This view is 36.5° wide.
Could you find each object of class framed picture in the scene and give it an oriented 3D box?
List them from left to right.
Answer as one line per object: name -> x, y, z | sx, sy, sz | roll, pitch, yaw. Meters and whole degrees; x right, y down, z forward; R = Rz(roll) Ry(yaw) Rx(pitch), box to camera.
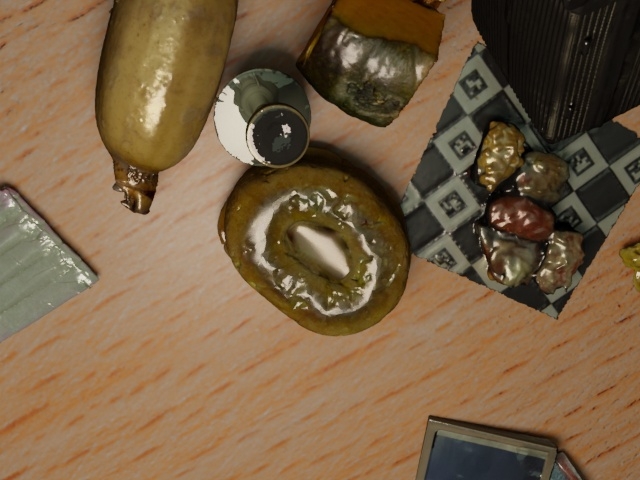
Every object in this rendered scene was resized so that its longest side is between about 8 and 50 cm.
framed picture -> 0.222, 0.390, 1.408 | 0.188, 0.023, 0.260 | 13, 105, 5

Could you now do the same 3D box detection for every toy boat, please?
toy boat -> 0.322, 0.368, 1.410 | 0.122, 0.034, 0.096 | -34, 97, 8

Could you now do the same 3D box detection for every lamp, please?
lamp -> -0.067, -0.143, 1.162 | 0.121, 0.215, 0.121 | -3, 110, -9

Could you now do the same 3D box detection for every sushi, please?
sushi -> 0.271, -0.064, 1.282 | 0.294, 0.059, 0.292 | 25, 102, -8

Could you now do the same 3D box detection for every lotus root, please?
lotus root -> -0.195, -0.200, 1.168 | 0.151, 0.169, 0.343 | 18, 103, -6

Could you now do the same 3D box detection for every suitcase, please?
suitcase -> 0.265, -0.279, 1.059 | 0.152, 0.335, 0.230 | -23, 68, -2

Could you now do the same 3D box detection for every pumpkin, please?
pumpkin -> 0.085, -0.281, 1.149 | 0.139, 0.190, 0.281 | 27, 101, -8

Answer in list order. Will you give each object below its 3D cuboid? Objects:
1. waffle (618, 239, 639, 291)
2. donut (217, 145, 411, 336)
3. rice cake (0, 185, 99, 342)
waffle -> 0.521, -0.035, 1.301 | 0.249, 0.056, 0.253 | -14, 107, 1
donut -> 0.000, 0.000, 1.251 | 0.261, 0.128, 0.209 | 34, 99, -10
rice cake -> -0.430, 0.043, 1.290 | 0.198, 0.037, 0.189 | -39, 103, 7
